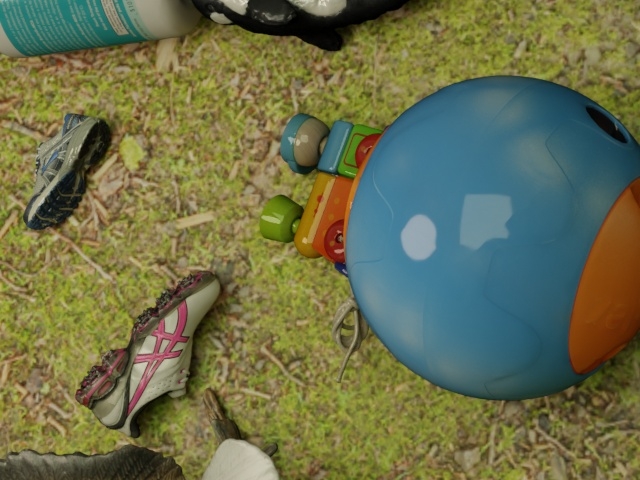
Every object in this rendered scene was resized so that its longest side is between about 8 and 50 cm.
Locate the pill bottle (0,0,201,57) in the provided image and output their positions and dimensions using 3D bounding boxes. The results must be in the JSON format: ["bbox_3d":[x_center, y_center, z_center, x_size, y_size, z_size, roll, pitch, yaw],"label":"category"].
[{"bbox_3d":[-0.263,-0.267,1.926,0.264,0.146,0.146,-6,78,17],"label":"pill bottle"}]

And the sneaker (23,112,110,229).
[{"bbox_3d":[-0.274,-0.074,1.951,0.058,0.052,0.135,27,82,31],"label":"sneaker"}]

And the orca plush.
[{"bbox_3d":[0.013,-0.245,1.872,0.287,0.102,0.151,-14,44,2],"label":"orca plush"}]

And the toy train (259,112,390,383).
[{"bbox_3d":[0.000,0.000,1.816,0.143,0.105,0.248,18,86,31],"label":"toy train"}]

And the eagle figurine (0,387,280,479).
[{"bbox_3d":[-0.175,0.294,1.754,0.226,0.298,0.225,34,136,52],"label":"eagle figurine"}]

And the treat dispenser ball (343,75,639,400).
[{"bbox_3d":[0.163,-0.003,1.654,0.288,0.288,0.288,-4,79,18],"label":"treat dispenser ball"}]

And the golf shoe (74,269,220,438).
[{"bbox_3d":[-0.158,0.112,1.871,0.086,0.067,0.186,42,90,-11],"label":"golf shoe"}]
